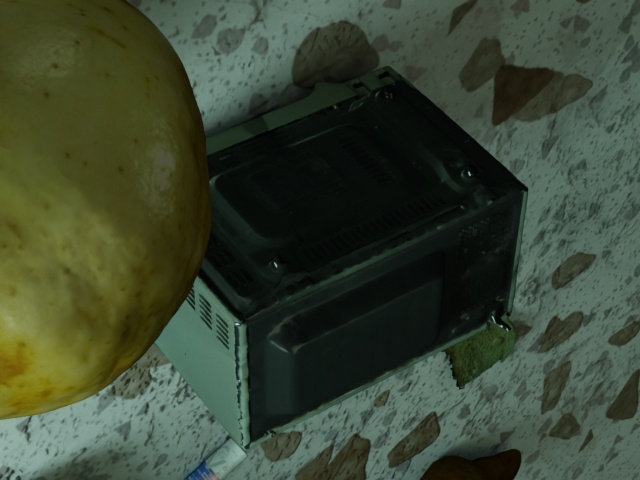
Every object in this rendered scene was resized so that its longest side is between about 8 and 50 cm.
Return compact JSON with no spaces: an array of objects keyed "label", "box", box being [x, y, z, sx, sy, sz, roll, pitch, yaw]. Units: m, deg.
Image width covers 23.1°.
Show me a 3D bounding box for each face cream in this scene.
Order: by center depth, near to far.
[{"label":"face cream","box":[-0.150,0.304,1.976,0.130,0.034,0.034,-42,145,-7]}]

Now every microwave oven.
[{"label":"microwave oven","box":[0.000,0.000,1.627,0.355,0.286,0.218,-23,138,-25]}]

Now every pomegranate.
[{"label":"pomegranate","box":[-0.277,-0.058,1.204,0.410,0.410,0.410,-28,141,-26]}]

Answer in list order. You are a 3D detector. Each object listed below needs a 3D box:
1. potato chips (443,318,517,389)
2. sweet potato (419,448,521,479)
[{"label":"potato chips","box":[0.223,0.153,2.239,0.209,0.026,0.142,3,118,-51]},{"label":"sweet potato","box":[0.201,0.380,2.364,0.112,0.112,0.359,-61,161,19]}]
